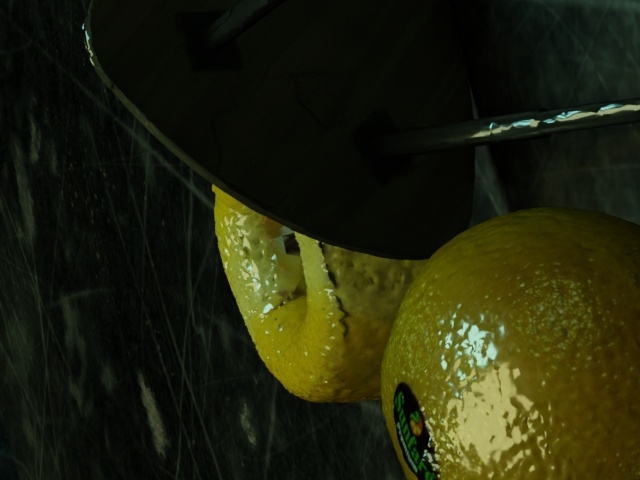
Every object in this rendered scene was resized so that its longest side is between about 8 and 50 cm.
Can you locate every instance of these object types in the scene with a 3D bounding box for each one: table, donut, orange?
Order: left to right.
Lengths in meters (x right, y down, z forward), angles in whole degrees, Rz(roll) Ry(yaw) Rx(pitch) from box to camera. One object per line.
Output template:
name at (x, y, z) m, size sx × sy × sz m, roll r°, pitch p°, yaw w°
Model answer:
donut at (0.000, 0.000, 1.404) m, size 0.303 × 0.110 × 0.303 m, roll 42°, pitch 138°, yaw 53°
table at (0.074, -0.148, 1.084) m, size 0.249 × 0.317 × 0.317 m, roll -22°, pitch 79°, yaw 52°
orange at (0.146, 0.092, 0.991) m, size 0.236 × 0.236 × 0.236 m, roll 169°, pitch 90°, yaw -67°
